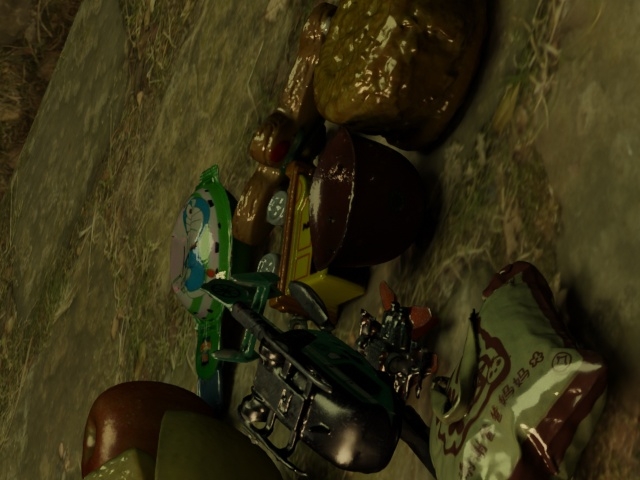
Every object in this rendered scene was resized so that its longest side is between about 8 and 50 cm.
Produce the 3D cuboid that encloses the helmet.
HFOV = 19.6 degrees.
[{"bbox_3d":[0.053,-0.036,1.952,0.175,0.106,0.155,-179,99,-72],"label":"helmet"}]

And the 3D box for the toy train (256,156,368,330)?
[{"bbox_3d":[0.000,0.000,2.088,0.127,0.089,0.219,-22,54,50],"label":"toy train"}]

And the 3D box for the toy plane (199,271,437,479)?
[{"bbox_3d":[-0.012,0.126,1.793,0.381,0.155,0.106,37,118,46],"label":"toy plane"}]

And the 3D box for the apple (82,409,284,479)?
[{"bbox_3d":[-0.138,0.336,1.983,0.295,0.233,0.258,-50,25,31],"label":"apple"}]

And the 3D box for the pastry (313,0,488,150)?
[{"bbox_3d":[0.082,-0.220,1.973,0.240,0.132,0.235,27,101,67],"label":"pastry"}]

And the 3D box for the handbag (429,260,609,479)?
[{"bbox_3d":[0.161,0.144,1.554,0.235,0.127,0.213,-101,33,-70],"label":"handbag"}]

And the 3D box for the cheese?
[{"bbox_3d":[-0.144,0.064,2.385,0.204,0.083,0.320,157,115,-67],"label":"cheese"}]

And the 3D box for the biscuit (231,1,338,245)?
[{"bbox_3d":[-0.023,-0.130,2.173,0.301,0.049,0.197,-65,-17,10],"label":"biscuit"}]

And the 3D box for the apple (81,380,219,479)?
[{"bbox_3d":[-0.210,0.265,2.299,0.181,0.168,0.181,-170,90,-69],"label":"apple"}]

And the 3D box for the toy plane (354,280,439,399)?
[{"bbox_3d":[0.064,0.142,1.861,0.130,0.061,0.189,29,105,48],"label":"toy plane"}]
